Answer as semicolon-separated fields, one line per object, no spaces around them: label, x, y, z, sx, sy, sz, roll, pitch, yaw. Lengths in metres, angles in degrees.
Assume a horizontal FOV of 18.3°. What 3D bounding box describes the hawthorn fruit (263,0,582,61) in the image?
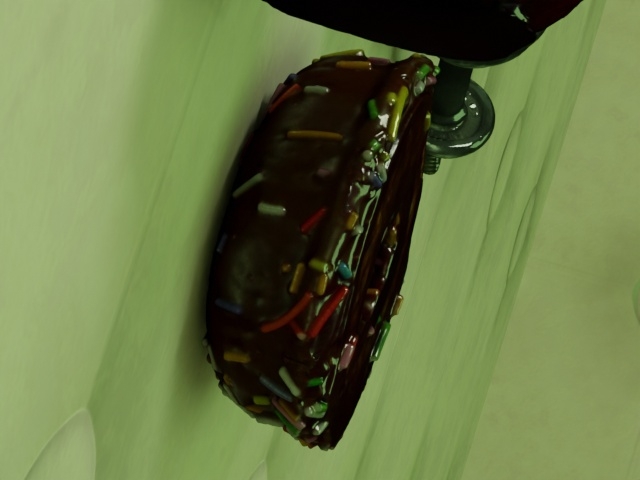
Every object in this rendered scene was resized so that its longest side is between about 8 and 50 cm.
hawthorn fruit;0.055;-0.198;0.900;0.189;0.190;0.251;91;6;-55

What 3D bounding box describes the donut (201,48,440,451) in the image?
donut;0.000;0.000;1.133;0.235;0.089;0.235;17;90;-81

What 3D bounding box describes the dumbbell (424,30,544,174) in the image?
dumbbell;0.099;-0.125;1.448;0.254;0.110;0.110;101;11;-57
